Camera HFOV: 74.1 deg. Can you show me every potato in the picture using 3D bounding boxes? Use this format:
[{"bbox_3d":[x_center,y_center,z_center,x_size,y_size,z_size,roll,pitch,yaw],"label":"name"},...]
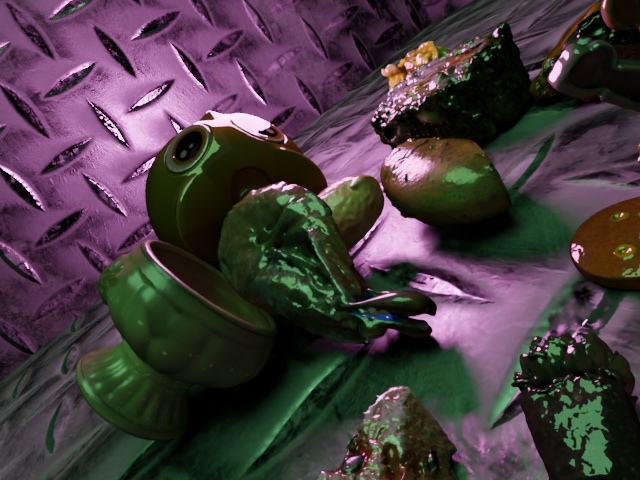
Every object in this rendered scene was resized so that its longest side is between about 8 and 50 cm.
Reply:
[{"bbox_3d":[0.219,-0.103,0.752,0.176,0.141,0.298,-41,31,-4],"label":"potato"}]

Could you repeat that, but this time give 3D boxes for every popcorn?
[{"bbox_3d":[0.312,-0.492,1.285,0.235,0.217,0.181,-32,23,42],"label":"popcorn"}]

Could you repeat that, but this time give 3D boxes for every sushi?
[{"bbox_3d":[0.551,-0.374,0.782,0.287,0.140,0.149,-41,15,-9],"label":"sushi"},{"bbox_3d":[0.300,-0.331,1.031,0.352,0.178,0.294,-9,37,52],"label":"sushi"}]

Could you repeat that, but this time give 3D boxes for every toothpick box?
[{"bbox_3d":[-0.213,-0.109,1.043,0.409,0.408,0.425,-42,24,-12],"label":"toothpick box"}]

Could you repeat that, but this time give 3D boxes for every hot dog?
[{"bbox_3d":[0.543,-0.403,0.915,0.269,0.072,0.115,-48,-13,-12],"label":"hot dog"}]

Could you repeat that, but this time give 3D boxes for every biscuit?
[{"bbox_3d":[0.392,-0.014,0.444,0.236,0.039,0.179,-22,27,38],"label":"biscuit"}]

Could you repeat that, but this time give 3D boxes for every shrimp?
[{"bbox_3d":[-0.015,0.036,0.679,0.446,0.110,0.221,24,94,38],"label":"shrimp"}]

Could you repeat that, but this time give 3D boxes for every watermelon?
[{"bbox_3d":[0.056,0.246,0.378,0.154,0.094,0.241,-10,31,36],"label":"watermelon"}]

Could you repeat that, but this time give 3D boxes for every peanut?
[{"bbox_3d":[0.000,0.000,0.834,0.319,0.148,0.147,-47,21,7],"label":"peanut"}]

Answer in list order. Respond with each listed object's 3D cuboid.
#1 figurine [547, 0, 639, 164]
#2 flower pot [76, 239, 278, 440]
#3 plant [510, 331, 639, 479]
[{"bbox_3d":[0.459,-0.254,0.489,0.343,0.284,0.167,-40,24,-4],"label":"figurine"},{"bbox_3d":[-0.252,0.168,0.723,0.244,0.307,0.307,-54,23,-3],"label":"flower pot"},{"bbox_3d":[0.209,0.140,0.343,0.094,0.092,0.143,-32,27,35],"label":"plant"}]
